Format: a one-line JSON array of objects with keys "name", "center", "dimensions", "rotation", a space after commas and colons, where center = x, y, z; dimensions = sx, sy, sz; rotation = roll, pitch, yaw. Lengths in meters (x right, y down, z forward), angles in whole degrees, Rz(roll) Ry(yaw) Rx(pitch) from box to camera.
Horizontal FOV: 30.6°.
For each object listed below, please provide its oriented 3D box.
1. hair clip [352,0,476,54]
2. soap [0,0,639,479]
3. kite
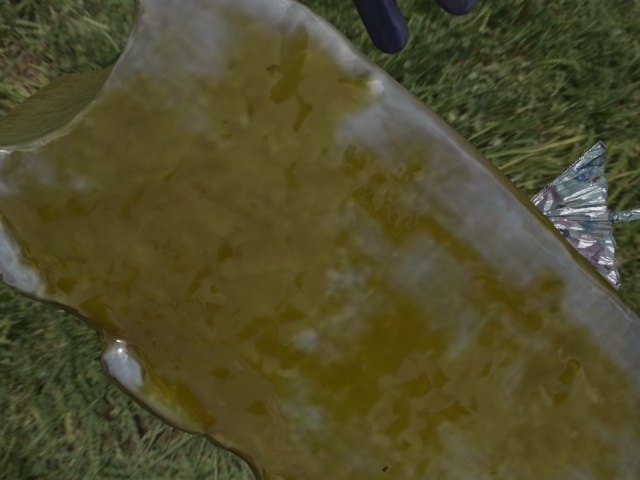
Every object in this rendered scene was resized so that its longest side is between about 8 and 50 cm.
[{"name": "hair clip", "center": [-0.024, -0.223, 0.619], "dimensions": [0.137, 0.090, 0.278], "rotation": [-26, 97, 31]}, {"name": "soap", "center": [0.000, 0.000, 0.549], "dimensions": [0.293, 0.335, 0.156], "rotation": [43, 96, -11]}, {"name": "kite", "center": [0.225, -0.017, 0.923], "dimensions": [0.156, 0.011, 0.139], "rotation": [-5, 69, 8]}]
